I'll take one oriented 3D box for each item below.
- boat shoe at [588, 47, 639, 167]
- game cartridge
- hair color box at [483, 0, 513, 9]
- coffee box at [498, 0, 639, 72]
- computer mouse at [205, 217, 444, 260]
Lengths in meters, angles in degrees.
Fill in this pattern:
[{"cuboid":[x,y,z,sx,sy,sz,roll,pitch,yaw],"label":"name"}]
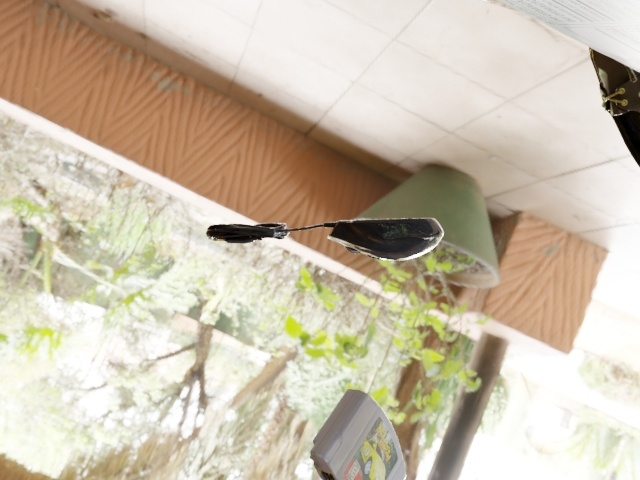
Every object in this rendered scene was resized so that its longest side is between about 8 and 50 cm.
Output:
[{"cuboid":[0.437,-0.193,0.897,0.227,0.069,0.081,51,171,-14],"label":"boat shoe"},{"cuboid":[0.089,0.459,1.332,0.060,0.196,0.294,0,127,36],"label":"game cartridge"},{"cuboid":[0.352,-0.458,1.043,0.339,0.110,0.185,17,174,0],"label":"hair color box"},{"cuboid":[0.289,-0.303,0.379,0.338,0.337,0.334,12,-172,-28],"label":"coffee box"},{"cuboid":[0.000,0.000,0.640,0.242,0.041,0.071,-1,-178,18],"label":"computer mouse"}]
